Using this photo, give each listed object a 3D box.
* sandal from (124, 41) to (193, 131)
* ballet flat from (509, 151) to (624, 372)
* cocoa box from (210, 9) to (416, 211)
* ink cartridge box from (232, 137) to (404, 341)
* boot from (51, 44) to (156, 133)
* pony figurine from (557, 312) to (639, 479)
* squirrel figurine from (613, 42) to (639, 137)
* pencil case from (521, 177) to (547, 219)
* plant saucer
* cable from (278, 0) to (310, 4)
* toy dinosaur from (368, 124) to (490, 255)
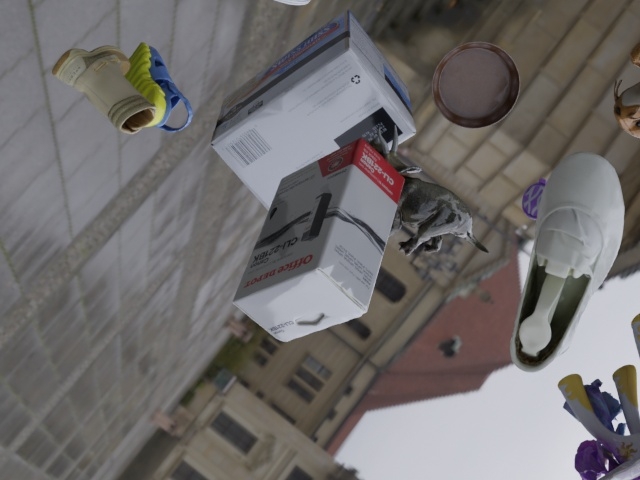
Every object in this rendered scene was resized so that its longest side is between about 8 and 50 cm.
[{"bbox_3d":[-0.397,-0.360,2.135,0.126,0.138,0.317,-47,-137,25],"label":"sandal"},{"bbox_3d":[0.385,0.056,1.409,0.139,0.139,0.400,-51,154,-51],"label":"ballet flat"},{"bbox_3d":[-0.014,-0.256,1.803,0.347,0.231,0.228,-32,-152,20],"label":"cocoa box"},{"bbox_3d":[0.000,0.000,1.371,0.197,0.114,0.273,-23,-143,41],"label":"ink cartridge box"},{"bbox_3d":[-0.433,-0.324,1.898,0.095,0.203,0.262,-50,178,16],"label":"boot"},{"bbox_3d":[0.516,0.345,1.402,0.351,0.302,0.363,-49,-146,29],"label":"pony figurine"},{"bbox_3d":[1.023,-0.443,2.478,0.397,0.281,0.370,-4,137,-34],"label":"squirrel figurine"},{"bbox_3d":[0.517,-0.074,1.868,0.086,0.206,0.088,21,-82,51],"label":"pencil case"},{"bbox_3d":[0.298,-0.300,1.698,0.168,0.168,0.029,-52,-169,20],"label":"plant saucer"},{"bbox_3d":[-0.138,-0.737,2.443,0.257,0.257,0.089,-63,174,-65],"label":"cable"},{"bbox_3d":[0.190,-0.052,1.603,0.160,0.313,0.121,-52,-174,40],"label":"toy dinosaur"}]
